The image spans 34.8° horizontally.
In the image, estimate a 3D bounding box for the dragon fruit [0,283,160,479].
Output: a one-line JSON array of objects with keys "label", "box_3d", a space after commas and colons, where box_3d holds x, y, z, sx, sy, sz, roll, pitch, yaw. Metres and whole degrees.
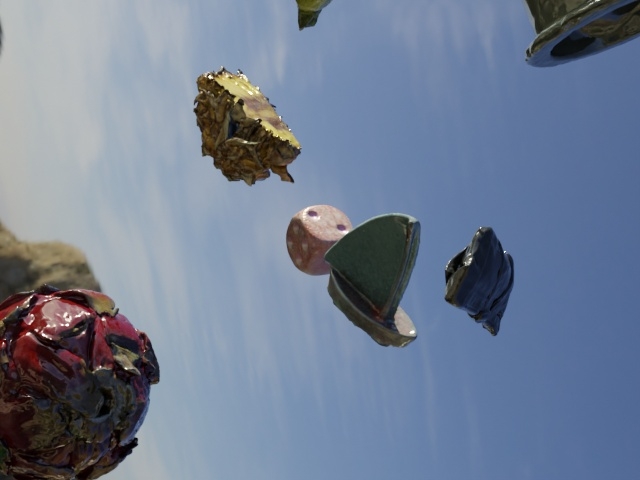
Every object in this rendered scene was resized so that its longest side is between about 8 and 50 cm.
[{"label": "dragon fruit", "box_3d": [-0.420, 0.225, 1.592, 0.329, 0.329, 0.329, 166, -90, -73]}]

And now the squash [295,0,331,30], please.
[{"label": "squash", "box_3d": [0.000, -0.377, 1.453, 0.200, 0.075, 0.090, -46, -126, 46]}]

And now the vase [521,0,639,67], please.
[{"label": "vase", "box_3d": [0.309, -0.383, 1.195, 0.245, 0.245, 0.291, 141, -69, -71]}]

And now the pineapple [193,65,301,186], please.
[{"label": "pineapple", "box_3d": [-0.166, -0.195, 1.819, 0.161, 0.158, 0.334, -48, -130, 15]}]

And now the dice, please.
[{"label": "dice", "box_3d": [0.000, 0.000, 1.764, 0.091, 0.094, 0.093, 60, -36, 33]}]

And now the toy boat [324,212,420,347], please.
[{"label": "toy boat", "box_3d": [0.044, 0.012, 0.733, 0.096, 0.034, 0.122, 41, -41, 25]}]

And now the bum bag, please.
[{"label": "bum bag", "box_3d": [0.161, 0.040, 1.024, 0.087, 0.049, 0.198, -68, 156, -5]}]
